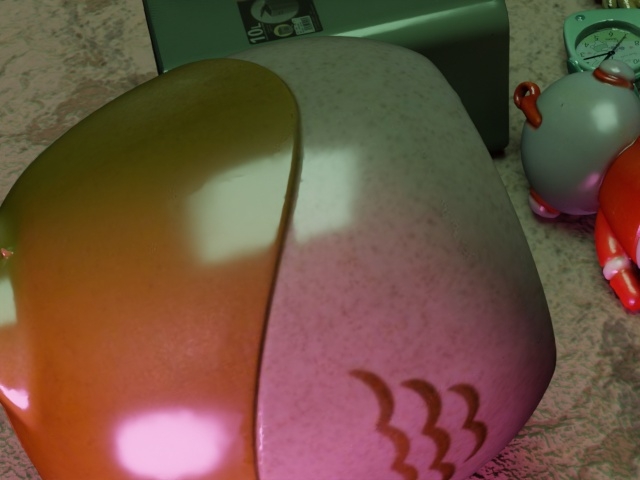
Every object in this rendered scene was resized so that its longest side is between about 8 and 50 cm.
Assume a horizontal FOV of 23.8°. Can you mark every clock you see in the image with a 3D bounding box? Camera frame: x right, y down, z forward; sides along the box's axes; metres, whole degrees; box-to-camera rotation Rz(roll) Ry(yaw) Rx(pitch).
[{"bbox_3d":[0.312,-0.194,1.635,0.101,0.041,0.135,0,49,9],"label":"clock"}]

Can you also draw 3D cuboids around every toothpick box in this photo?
[{"bbox_3d":[-0.063,0.053,1.230,0.425,0.409,0.409,-23,48,-4],"label":"toothpick box"}]

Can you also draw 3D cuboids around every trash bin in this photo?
[{"bbox_3d":[0.008,-0.165,1.540,0.344,0.223,0.158,-14,48,-6],"label":"trash bin"}]

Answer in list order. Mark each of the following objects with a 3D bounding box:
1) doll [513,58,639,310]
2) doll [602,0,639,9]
[{"bbox_3d":[0.291,-0.061,1.447,0.105,0.199,0.336,3,30,-41],"label":"doll"},{"bbox_3d":[0.337,-0.280,1.701,0.061,0.051,0.093,-28,51,-24],"label":"doll"}]
